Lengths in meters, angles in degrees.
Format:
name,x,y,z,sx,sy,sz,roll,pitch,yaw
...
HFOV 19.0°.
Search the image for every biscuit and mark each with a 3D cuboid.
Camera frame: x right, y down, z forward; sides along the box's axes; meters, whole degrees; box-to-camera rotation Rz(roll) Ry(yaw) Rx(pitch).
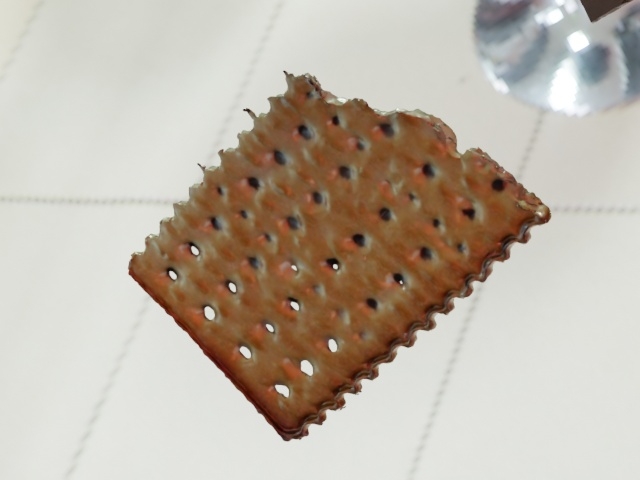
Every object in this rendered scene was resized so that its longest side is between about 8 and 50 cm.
name,x,y,z,sx,sy,sz,roll,pitch,yaw
biscuit,0.000,0.000,0.949,0.203,0.144,0.016,-46,-3,33

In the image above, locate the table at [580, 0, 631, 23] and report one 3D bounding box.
name,x,y,z,sx,sy,sz,roll,pitch,yaw
table,0.182,-0.225,1.134,0.062,0.146,0.175,-28,82,38
